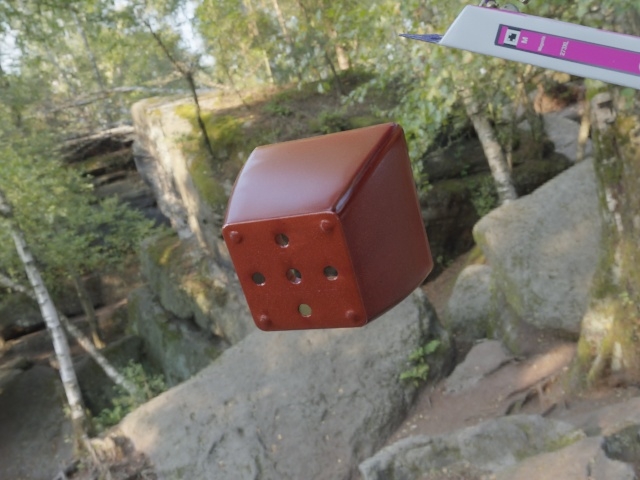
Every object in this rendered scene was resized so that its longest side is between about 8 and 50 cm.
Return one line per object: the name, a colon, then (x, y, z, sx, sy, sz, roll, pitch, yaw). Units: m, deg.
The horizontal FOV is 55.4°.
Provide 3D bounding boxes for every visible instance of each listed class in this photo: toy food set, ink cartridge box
toy food set: (0.333, -0.440, 1.096, 0.019, 0.078, 0.122, 27, 12, -35)
ink cartridge box: (0.309, -0.265, 0.824, 0.371, 0.069, 0.176, 19, 25, 23)

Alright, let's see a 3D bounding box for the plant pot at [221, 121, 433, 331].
plant pot: (0.000, 0.000, 0.938, 0.267, 0.267, 0.235, -6, 25, 24)
